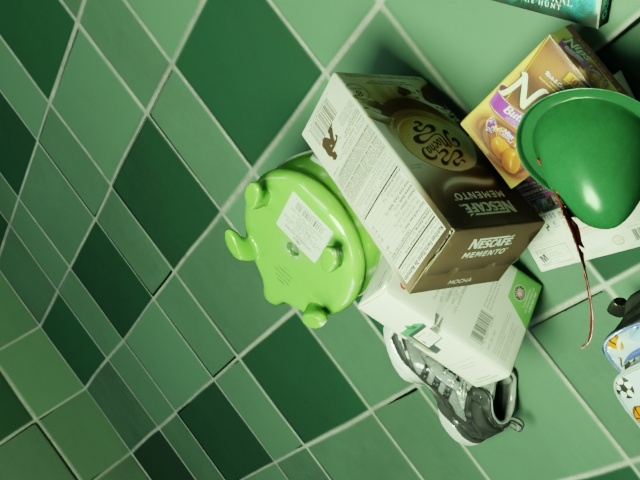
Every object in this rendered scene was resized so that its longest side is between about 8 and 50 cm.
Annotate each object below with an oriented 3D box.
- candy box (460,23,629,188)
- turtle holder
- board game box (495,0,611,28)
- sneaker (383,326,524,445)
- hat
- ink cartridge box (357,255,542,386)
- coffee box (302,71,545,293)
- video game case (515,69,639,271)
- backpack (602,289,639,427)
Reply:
[{"bbox_3d":[0.264,-0.157,1.072,0.109,0.053,0.186,53,142,8],"label":"candy box"},{"bbox_3d":[0.014,0.002,1.405,0.243,0.227,0.320,25,135,35],"label":"turtle holder"},{"bbox_3d":[0.254,-0.331,1.036,0.186,0.026,0.126,27,136,35],"label":"board game box"},{"bbox_3d":[0.224,0.211,1.439,0.268,0.101,0.153,54,144,-7],"label":"sneaker"},{"bbox_3d":[0.295,-0.034,0.973,0.208,0.183,0.173,37,141,-16],"label":"hat"},{"bbox_3d":[0.184,0.079,1.261,0.219,0.160,0.092,35,149,-10],"label":"ink cartridge box"},{"bbox_3d":[0.128,-0.083,1.169,0.297,0.168,0.119,57,135,31],"label":"coffee box"},{"bbox_3d":[0.328,-0.078,1.134,0.232,0.042,0.210,-23,99,54],"label":"video game case"},{"bbox_3d":[0.487,0.162,1.013,0.263,0.213,0.276,47,142,-6],"label":"backpack"}]
